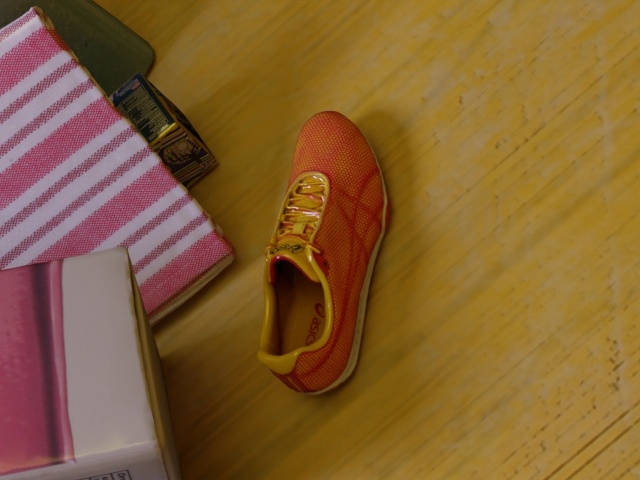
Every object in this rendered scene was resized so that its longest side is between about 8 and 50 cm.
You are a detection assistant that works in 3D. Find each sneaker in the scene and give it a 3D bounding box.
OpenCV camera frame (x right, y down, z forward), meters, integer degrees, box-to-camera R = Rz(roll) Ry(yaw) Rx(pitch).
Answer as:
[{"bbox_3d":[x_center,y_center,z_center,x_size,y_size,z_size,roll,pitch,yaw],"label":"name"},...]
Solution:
[{"bbox_3d":[0.000,0.000,1.001,0.064,0.067,0.175,-8,64,24],"label":"sneaker"}]

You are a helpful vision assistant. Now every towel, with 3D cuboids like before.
[{"bbox_3d":[-0.162,-0.022,1.031,0.144,0.197,0.029,-37,17,6],"label":"towel"}]

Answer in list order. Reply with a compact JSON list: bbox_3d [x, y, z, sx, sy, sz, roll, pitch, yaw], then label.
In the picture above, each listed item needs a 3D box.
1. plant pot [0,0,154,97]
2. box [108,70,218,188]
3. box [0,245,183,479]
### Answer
[{"bbox_3d":[-0.312,-0.136,1.096,0.247,0.252,0.248,37,86,33],"label":"plant pot"},{"bbox_3d":[-0.152,-0.024,1.085,0.169,0.059,0.054,-39,56,5],"label":"box"},{"bbox_3d":[-0.200,0.108,0.956,0.232,0.148,0.127,-11,61,-4],"label":"box"}]
